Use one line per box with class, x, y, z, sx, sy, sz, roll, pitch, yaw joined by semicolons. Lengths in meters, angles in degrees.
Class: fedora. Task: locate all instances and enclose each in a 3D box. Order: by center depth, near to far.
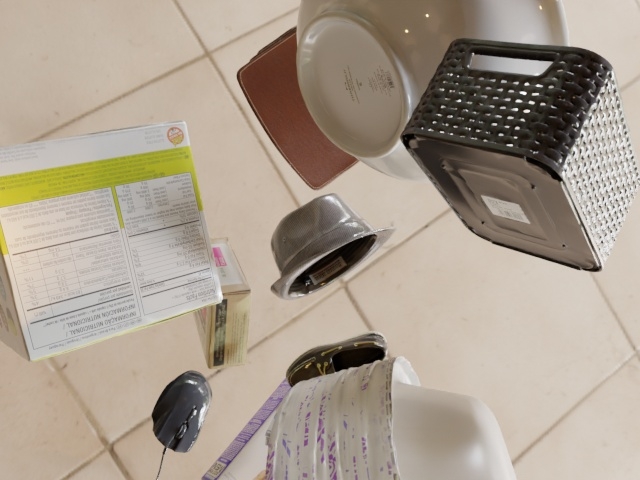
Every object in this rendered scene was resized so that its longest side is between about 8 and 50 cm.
fedora;0.000;0.000;1.204;0.244;0.275;0.124;-21;73;-31

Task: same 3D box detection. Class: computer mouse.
computer mouse;-0.199;0.280;0.837;0.071;0.041;0.242;37;52;-29

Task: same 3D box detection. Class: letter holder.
letter holder;-0.036;-0.283;1.390;0.214;0.152;0.302;-37;110;-7

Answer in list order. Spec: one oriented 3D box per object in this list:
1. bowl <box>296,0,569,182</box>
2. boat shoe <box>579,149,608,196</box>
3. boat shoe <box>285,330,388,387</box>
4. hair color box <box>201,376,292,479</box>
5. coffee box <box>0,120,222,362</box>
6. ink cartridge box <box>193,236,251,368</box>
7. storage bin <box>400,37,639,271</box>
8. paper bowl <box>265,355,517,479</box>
bowl;0.071;-0.169;0.626;0.134;0.298;0.298;-34;95;-30
boat shoe;0.449;-0.128;1.103;0.038;0.046;0.125;-31;80;-7
boat shoe;0.031;0.252;1.327;0.228;0.068;0.081;-24;99;5
hair color box;-0.089;0.485;1.501;0.185;0.110;0.339;47;65;-10
coffee box;-0.427;-0.008;1.167;0.338;0.338;0.334;-17;99;-33
ink cartridge box;-0.222;0.131;1.404;0.088;0.234;0.193;-4;119;-19
storage bin;0.156;-0.058;0.486;0.180;0.122;0.084;41;74;-49
paper bowl;0.080;0.227;0.472;0.148;0.284;0.284;-18;89;11
